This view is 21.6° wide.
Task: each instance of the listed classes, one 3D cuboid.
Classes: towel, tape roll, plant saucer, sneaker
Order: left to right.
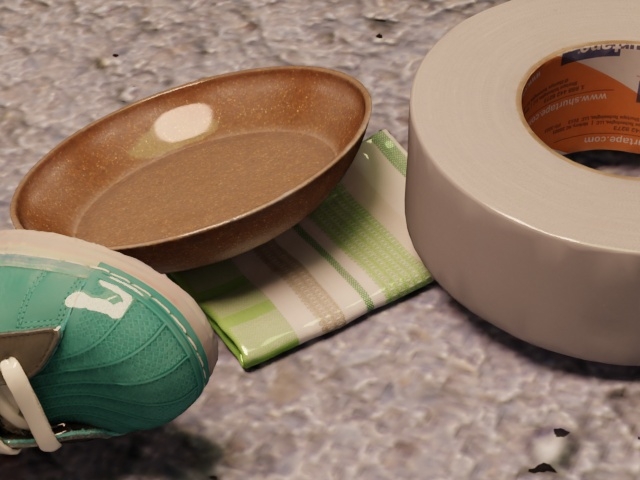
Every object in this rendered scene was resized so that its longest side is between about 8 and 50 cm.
[{"bbox_3d":[-0.196,0.070,0.767,0.302,0.108,0.121,0,40,22],"label":"sneaker"},{"bbox_3d":[-0.064,-0.033,0.890,0.198,0.036,0.198,-15,27,8],"label":"plant saucer"},{"bbox_3d":[0.000,0.000,0.874,0.152,0.023,0.113,-26,41,-20],"label":"towel"},{"bbox_3d":[0.152,-0.038,0.836,0.219,0.072,0.219,1,40,-1],"label":"tape roll"}]
